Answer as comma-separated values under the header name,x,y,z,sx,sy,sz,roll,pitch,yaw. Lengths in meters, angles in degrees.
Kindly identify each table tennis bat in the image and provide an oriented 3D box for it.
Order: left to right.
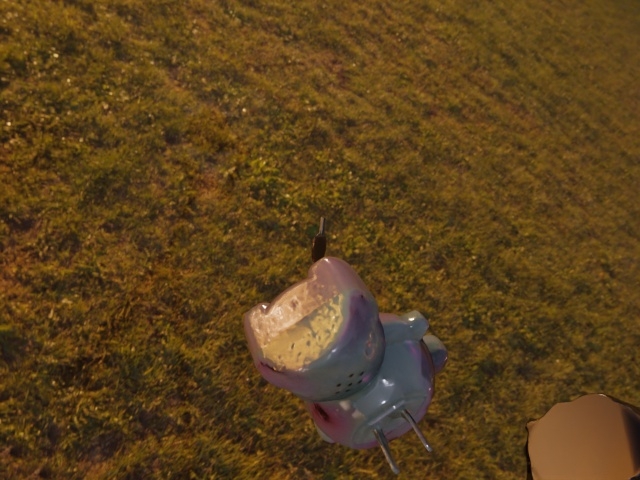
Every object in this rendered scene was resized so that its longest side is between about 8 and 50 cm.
name,x,y,z,sx,sy,sz,roll,pitch,yaw
table tennis bat,0.000,0.000,0.946,0.007,0.083,0.050,11,7,27

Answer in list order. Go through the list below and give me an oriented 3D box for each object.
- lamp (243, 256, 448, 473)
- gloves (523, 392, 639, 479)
name,x,y,z,sx,sy,sz,roll,pitch,yaw
lamp,0.055,0.189,0.748,0.301,0.247,0.247,50,3,-45
gloves,0.336,0.263,0.524,0.301,0.197,0.152,52,24,-11
